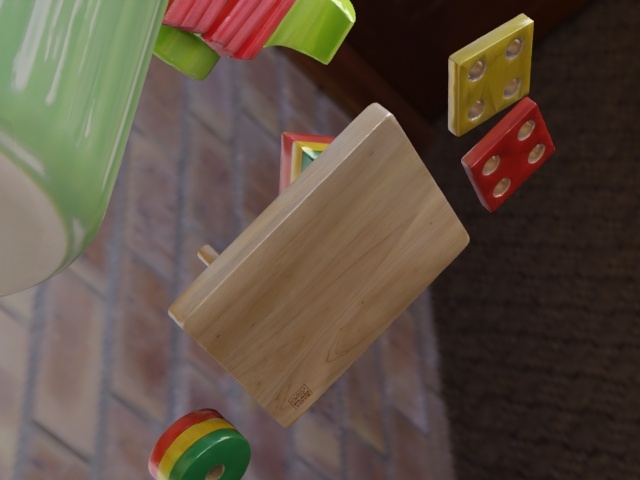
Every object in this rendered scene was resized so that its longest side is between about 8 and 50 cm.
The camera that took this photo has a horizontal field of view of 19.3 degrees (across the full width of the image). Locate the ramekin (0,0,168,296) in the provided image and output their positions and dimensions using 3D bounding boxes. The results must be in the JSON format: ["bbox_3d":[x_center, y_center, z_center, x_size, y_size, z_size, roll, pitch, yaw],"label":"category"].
[{"bbox_3d":[-0.192,-0.090,0.613,0.303,0.303,0.148,-14,59,47],"label":"ramekin"}]

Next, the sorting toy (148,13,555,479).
[{"bbox_3d":[0.000,0.000,0.889,0.274,0.132,0.046,-45,57,-4],"label":"sorting toy"}]

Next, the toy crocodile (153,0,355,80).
[{"bbox_3d":[-0.072,-0.156,1.114,0.115,0.105,0.340,-54,-14,7],"label":"toy crocodile"}]
